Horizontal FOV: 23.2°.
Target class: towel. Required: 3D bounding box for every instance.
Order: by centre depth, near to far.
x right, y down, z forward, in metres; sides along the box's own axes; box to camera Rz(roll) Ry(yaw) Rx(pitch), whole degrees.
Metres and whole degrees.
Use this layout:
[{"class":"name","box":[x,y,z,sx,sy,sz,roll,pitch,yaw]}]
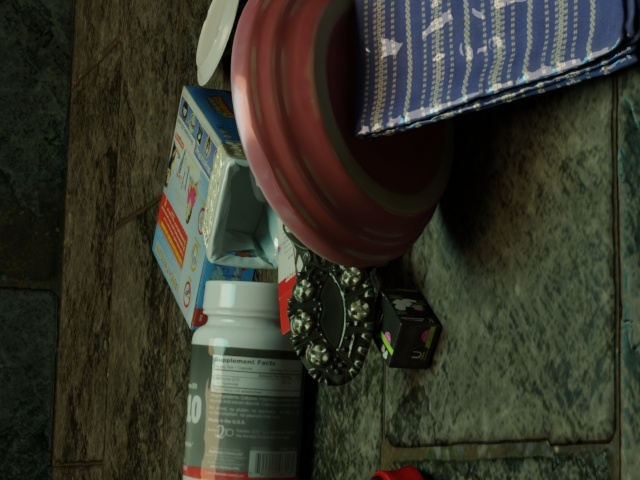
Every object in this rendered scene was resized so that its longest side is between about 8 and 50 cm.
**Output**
[{"class":"towel","box":[0.161,-0.245,1.514,0.336,0.040,0.243,-15,68,38]}]

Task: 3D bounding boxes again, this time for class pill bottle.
[{"class":"pill bottle","box":[-0.101,0.200,2.138,0.161,0.161,0.283,174,100,-69]}]

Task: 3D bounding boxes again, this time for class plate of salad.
[{"class":"plate of salad","box":[-0.159,-0.348,2.577,0.200,0.048,0.200,-162,90,-73]}]

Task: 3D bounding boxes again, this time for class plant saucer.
[{"class":"plant saucer","box":[0.042,-0.140,1.673,0.084,0.332,0.332,-16,68,38]}]

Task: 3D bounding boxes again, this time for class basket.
[{"class":"basket","box":[-0.105,-0.055,2.282,0.103,0.113,0.167,-118,38,-62]}]

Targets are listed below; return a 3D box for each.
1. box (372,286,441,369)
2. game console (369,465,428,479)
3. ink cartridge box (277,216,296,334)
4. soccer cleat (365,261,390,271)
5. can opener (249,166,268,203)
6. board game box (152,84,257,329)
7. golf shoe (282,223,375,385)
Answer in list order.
[{"class":"box","box":[0.096,0.101,1.793,0.083,0.052,0.062,-118,38,-57]},{"class":"game console","box":[0.090,0.485,1.738,0.387,0.060,0.342,-106,24,-45]},{"class":"ink cartridge box","box":[0.000,0.000,2.032,0.134,0.078,0.231,141,130,-63]},{"class":"soccer cleat","box":[0.075,-0.007,1.876,0.179,0.060,0.072,136,126,-69]},{"class":"can opener","box":[-0.040,-0.190,2.157,0.076,0.095,0.284,-176,90,-69]},{"class":"board game box","box":[-0.175,-0.055,2.499,0.308,0.086,0.302,-125,44,-60]},{"class":"golf shoe","box":[0.016,0.049,1.860,0.120,0.105,0.273,58,-157,-65]}]
